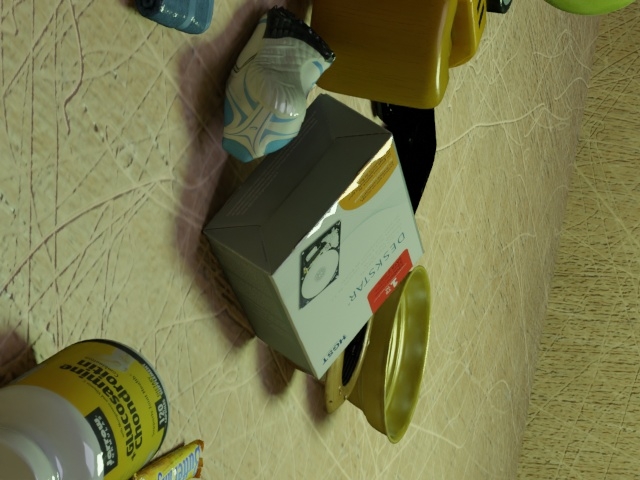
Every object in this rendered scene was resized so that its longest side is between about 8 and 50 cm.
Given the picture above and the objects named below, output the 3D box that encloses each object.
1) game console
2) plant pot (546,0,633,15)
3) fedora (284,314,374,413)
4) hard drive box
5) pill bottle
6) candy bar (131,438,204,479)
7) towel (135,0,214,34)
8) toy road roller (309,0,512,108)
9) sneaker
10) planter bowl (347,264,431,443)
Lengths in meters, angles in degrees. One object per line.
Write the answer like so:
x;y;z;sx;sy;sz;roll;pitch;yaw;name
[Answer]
0.094;-0.169;2.009;0.361;0.044;0.213;81;23;-45;game console
0.356;-0.496;2.437;0.293;0.274;0.275;3;95;-58;plant pot
0.006;0.090;1.765;0.194;0.079;0.194;13;90;-78;fedora
0.000;0.000;1.569;0.181;0.089;0.232;-50;154;-15;hard drive box
-0.180;0.137;1.096;0.184;0.103;0.103;-37;133;-69;pill bottle
-0.137;0.208;1.434;0.161;0.018;0.040;-16;113;-72;candy bar
-0.115;-0.202;1.292;0.119;0.029;0.067;-1;99;-75;towel
0.080;-0.283;1.616;0.329;0.202;0.241;74;30;-58;toy road roller
-0.045;-0.148;1.502;0.086;0.085;0.237;-45;-169;27;sneaker
0.065;0.131;1.967;0.217;0.090;0.217;8;90;-73;planter bowl
